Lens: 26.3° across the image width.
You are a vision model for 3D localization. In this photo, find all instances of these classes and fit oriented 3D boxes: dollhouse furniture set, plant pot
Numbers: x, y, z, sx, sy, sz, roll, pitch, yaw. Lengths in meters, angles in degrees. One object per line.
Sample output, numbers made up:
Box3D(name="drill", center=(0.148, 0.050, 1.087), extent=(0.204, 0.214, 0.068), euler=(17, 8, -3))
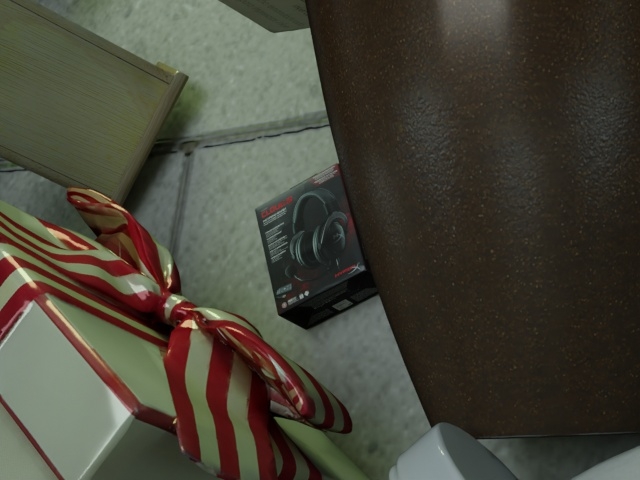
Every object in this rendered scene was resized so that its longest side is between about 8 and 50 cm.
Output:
Box3D(name="dollhouse furniture set", center=(-0.222, -0.122, 0.962), extent=(0.212, 0.161, 0.242), euler=(-62, 30, 3))
Box3D(name="plant pot", center=(0.103, -0.024, 0.644), extent=(0.215, 0.215, 0.230), euler=(-8, 80, 32))

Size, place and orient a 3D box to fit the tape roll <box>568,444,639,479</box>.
Box3D(name="tape roll", center=(0.188, 0.262, 0.520), extent=(0.392, 0.072, 0.392), euler=(-15, 61, 29))

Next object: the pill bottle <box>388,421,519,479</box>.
Box3D(name="pill bottle", center=(0.013, 0.166, 0.573), extent=(0.180, 0.108, 0.108), euler=(-45, 51, 12))

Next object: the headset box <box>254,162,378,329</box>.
Box3D(name="headset box", center=(0.000, 0.000, 0.797), extent=(0.062, 0.032, 0.083), euler=(-27, 57, 23))

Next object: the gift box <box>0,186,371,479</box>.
Box3D(name="gift box", center=(-0.139, 0.123, 0.689), extent=(0.255, 0.276, 0.258), euler=(39, 93, 35))

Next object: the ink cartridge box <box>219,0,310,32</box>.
Box3D(name="ink cartridge box", center=(0.101, -0.199, 0.667), extent=(0.354, 0.207, 0.119), euler=(-5, 84, 20))
